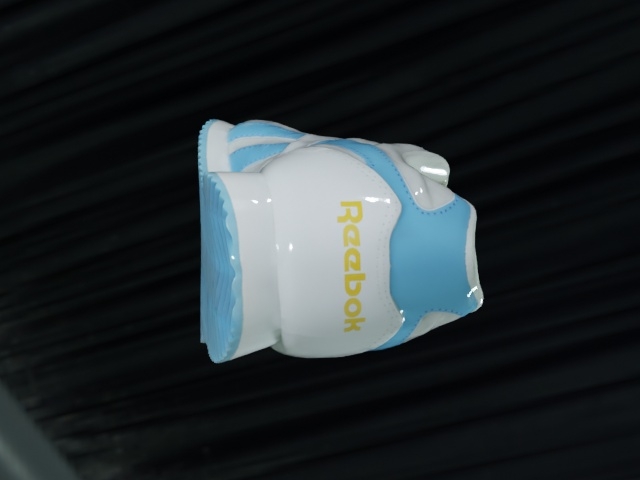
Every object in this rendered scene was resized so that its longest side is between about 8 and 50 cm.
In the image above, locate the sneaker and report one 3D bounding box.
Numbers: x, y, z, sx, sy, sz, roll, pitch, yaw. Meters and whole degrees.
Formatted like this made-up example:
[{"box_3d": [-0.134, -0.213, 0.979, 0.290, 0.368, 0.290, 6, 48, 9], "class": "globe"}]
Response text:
[{"box_3d": [0.000, 0.000, 0.679, 0.228, 0.092, 0.087, -122, -150, -78], "class": "sneaker"}]
